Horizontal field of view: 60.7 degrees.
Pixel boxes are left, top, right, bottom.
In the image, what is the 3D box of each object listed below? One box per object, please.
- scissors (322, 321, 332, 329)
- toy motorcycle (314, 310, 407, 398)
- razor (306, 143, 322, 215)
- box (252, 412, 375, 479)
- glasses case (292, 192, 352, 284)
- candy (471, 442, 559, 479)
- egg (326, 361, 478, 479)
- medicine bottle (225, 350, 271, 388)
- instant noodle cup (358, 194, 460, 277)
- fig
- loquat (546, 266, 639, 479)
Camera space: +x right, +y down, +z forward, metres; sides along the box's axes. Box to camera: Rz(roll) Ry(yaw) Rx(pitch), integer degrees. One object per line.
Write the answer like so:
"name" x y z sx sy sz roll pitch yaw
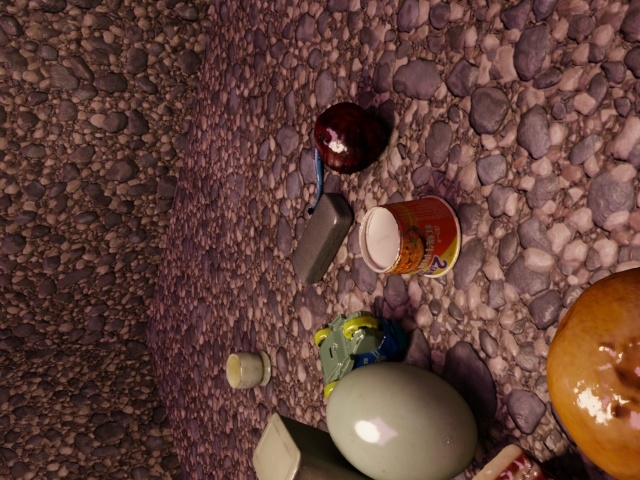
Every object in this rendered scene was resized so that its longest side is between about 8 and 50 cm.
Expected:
"scissors" 0.086 0.282 1.689 0.300 0.022 0.109 -37 64 52
"toy motorcycle" 0.117 0.292 1.487 0.326 0.199 0.191 119 147 -50
"razor" -0.012 -0.210 1.808 0.082 0.042 0.253 -36 -49 -79
"box" 0.028 0.618 1.409 0.177 0.343 0.352 -63 15 -5
"glasses case" 0.000 0.000 1.763 0.131 0.074 0.323 61 139 35
"candy" 0.331 0.550 1.041 0.321 0.179 0.135 -49 43 5
"egg" 0.182 0.429 1.291 0.388 0.276 0.276 1 92 42
"medicine bottle" -0.286 0.516 2.185 0.147 0.143 0.147 -4 85 54
"instant noodle cup" 0.207 -0.007 1.334 0.213 0.174 0.213 7 98 58
"fig" 0.068 -0.256 1.553 0.203 0.186 0.250 41 135 27
"loquat" 0.485 0.188 0.755 0.328 0.328 0.329 4 95 58
